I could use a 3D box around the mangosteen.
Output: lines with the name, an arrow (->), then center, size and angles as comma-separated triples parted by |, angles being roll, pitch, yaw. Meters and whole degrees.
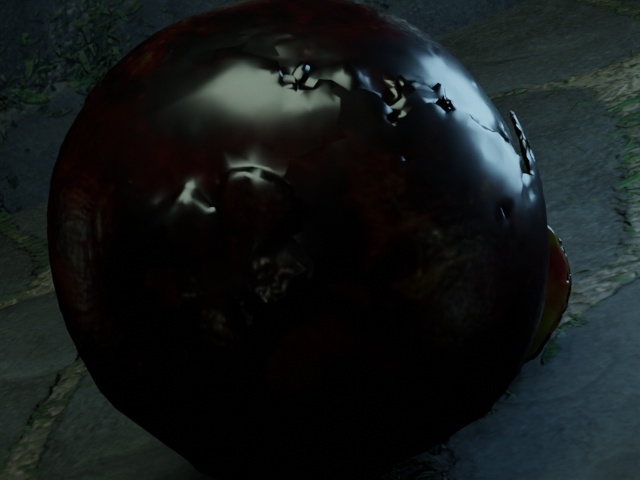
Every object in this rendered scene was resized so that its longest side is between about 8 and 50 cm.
mangosteen -> -0.001, 0.018, 0.999 | 0.381, 0.421, 0.381 | -10, 65, 23
